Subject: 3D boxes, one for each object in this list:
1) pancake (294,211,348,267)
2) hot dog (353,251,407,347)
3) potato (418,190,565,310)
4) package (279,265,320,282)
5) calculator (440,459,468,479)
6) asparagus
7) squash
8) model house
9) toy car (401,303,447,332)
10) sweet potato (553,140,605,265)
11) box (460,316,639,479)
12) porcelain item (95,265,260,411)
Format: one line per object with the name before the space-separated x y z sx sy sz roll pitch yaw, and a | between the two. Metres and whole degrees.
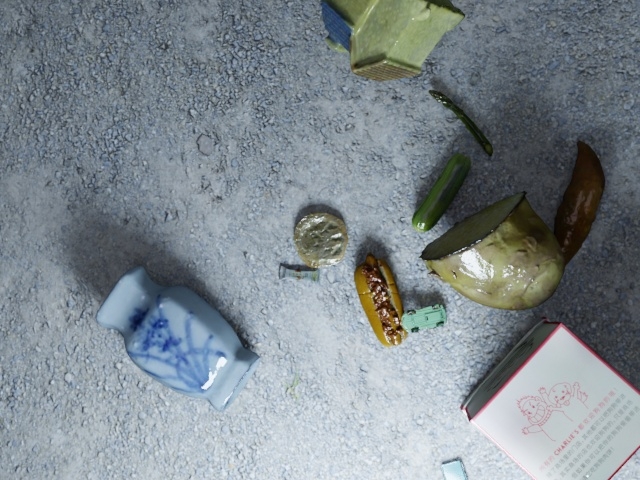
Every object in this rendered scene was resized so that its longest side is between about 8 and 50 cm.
pancake | -0.001 0.000 1.989 0.152 0.025 0.151 -1 85 7
hot dog | 0.151 0.150 1.929 0.102 0.076 0.249 -18 84 10
potato | 0.431 0.061 1.826 0.301 0.289 0.237 -38 100 -27
package | -0.054 0.089 1.993 0.111 0.015 0.037 5 91 10
calculator | 0.350 0.633 1.885 0.057 0.018 0.171 -19 82 5
asparagus | 0.369 -0.311 1.966 0.034 0.027 0.236 -40 81 -8
squash | 0.308 -0.119 1.938 0.066 0.066 0.228 32 89 9
model house | 0.165 -0.560 1.940 0.321 0.261 0.266 48 118 26
toy car | 0.260 0.197 1.912 0.122 0.035 0.059 -12 86 -10
sweet potato | 0.635 -0.080 1.871 0.106 0.095 0.354 10 81 49
box | 0.540 0.388 1.739 0.312 0.300 0.314 42 91 9
porcelain item | -0.362 0.252 1.938 0.405 0.178 0.242 35 91 10
